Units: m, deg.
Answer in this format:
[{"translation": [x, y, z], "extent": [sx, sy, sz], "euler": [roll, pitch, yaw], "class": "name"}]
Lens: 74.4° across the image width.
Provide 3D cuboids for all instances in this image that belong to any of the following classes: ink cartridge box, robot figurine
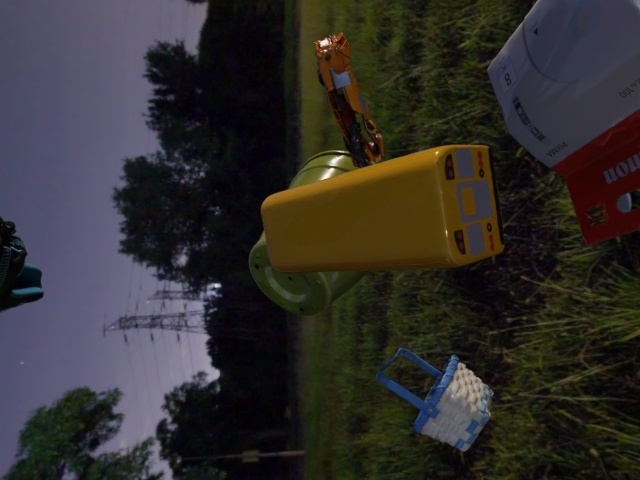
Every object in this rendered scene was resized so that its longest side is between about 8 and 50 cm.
[{"translation": [0.416, -0.202, 0.650], "extent": [0.308, 0.091, 0.385], "euler": [111, 148, -75], "class": "ink cartridge box"}, {"translation": [0.067, -0.291, 0.930], "extent": [0.211, 0.085, 0.291], "euler": [-95, -19, -55], "class": "robot figurine"}]

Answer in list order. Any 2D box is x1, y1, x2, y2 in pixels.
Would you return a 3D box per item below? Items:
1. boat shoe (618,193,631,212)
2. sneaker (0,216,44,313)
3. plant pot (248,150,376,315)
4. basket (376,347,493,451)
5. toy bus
[{"translation": [0.602, -0.136, 0.877], "extent": [0.065, 0.083, 0.183], "euler": [-11, 115, 55], "class": "boat shoe"}, {"translation": [-0.401, -0.012, 0.442], "extent": [0.125, 0.139, 0.341], "euler": [67, 152, 22], "class": "sneaker"}, {"translation": [0.000, 0.000, 1.136], "extent": [0.353, 0.366, 0.366], "euler": [-50, -22, -43], "class": "plant pot"}, {"translation": [0.309, 0.413, 1.158], "extent": [0.255, 0.289, 0.201], "euler": [-5, -53, -62], "class": "basket"}, {"translation": [0.039, -0.021, 0.501], "extent": [0.332, 0.130, 0.108], "euler": [-7, 94, 50], "class": "toy bus"}]
